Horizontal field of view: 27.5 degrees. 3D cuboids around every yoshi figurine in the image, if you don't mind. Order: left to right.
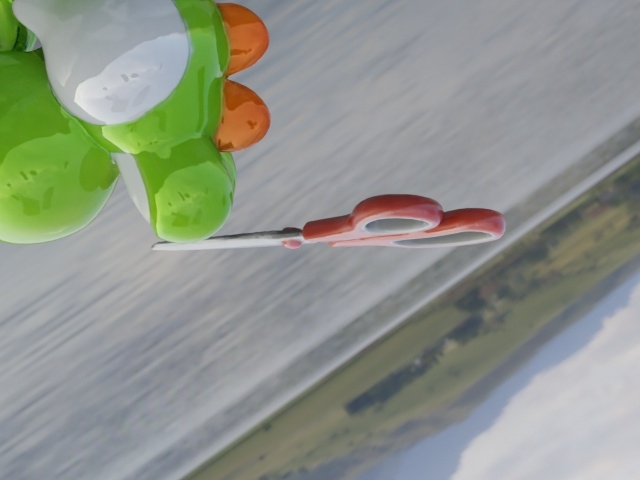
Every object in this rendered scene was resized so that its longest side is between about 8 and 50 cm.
[{"bbox_3d":[-0.178,-0.145,0.698,0.203,0.362,0.203,-14,-163,42],"label":"yoshi figurine"}]

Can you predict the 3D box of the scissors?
[{"bbox_3d":[0.000,0.000,0.966,0.109,0.021,0.297,10,166,-41],"label":"scissors"}]
